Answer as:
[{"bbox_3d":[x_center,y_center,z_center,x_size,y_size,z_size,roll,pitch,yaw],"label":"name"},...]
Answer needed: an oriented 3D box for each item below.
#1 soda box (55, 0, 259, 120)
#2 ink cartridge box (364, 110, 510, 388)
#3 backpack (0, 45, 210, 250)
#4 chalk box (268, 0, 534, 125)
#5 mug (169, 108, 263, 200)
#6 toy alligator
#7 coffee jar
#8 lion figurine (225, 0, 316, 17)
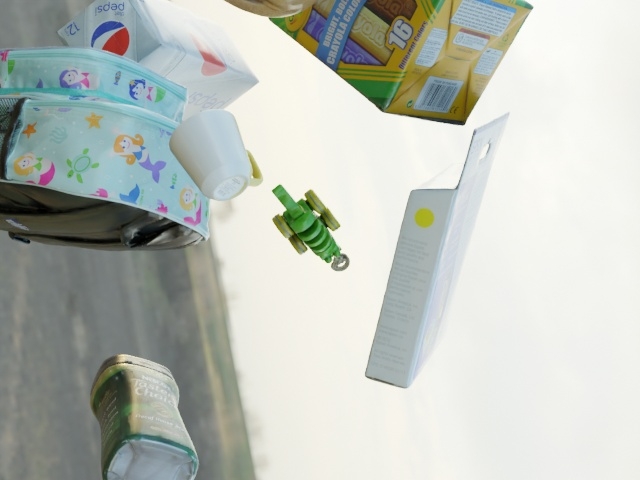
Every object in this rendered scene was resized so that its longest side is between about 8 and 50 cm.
[{"bbox_3d":[-0.177,-0.207,1.681,0.091,0.098,0.286,57,14,13],"label":"soda box"},{"bbox_3d":[0.141,-0.005,1.774,0.303,0.072,0.307,-30,134,-74],"label":"ink cartridge box"},{"bbox_3d":[-0.221,-0.081,1.434,0.225,0.253,0.191,24,78,-52],"label":"backpack"},{"bbox_3d":[0.076,-0.295,1.800,0.289,0.180,0.179,43,-66,32],"label":"chalk box"},{"bbox_3d":[-0.082,-0.070,1.261,0.064,0.078,0.062,61,-30,29],"label":"mug"},{"bbox_3d":[0.000,0.000,1.627,0.051,0.056,0.190,57,4,39],"label":"toy alligator"},{"bbox_3d":[-0.191,0.196,1.569,0.079,0.096,0.184,-63,-156,17],"label":"coffee jar"},{"bbox_3d":[0.007,-0.364,1.645,0.240,0.392,0.142,45,9,-4],"label":"lion figurine"}]
